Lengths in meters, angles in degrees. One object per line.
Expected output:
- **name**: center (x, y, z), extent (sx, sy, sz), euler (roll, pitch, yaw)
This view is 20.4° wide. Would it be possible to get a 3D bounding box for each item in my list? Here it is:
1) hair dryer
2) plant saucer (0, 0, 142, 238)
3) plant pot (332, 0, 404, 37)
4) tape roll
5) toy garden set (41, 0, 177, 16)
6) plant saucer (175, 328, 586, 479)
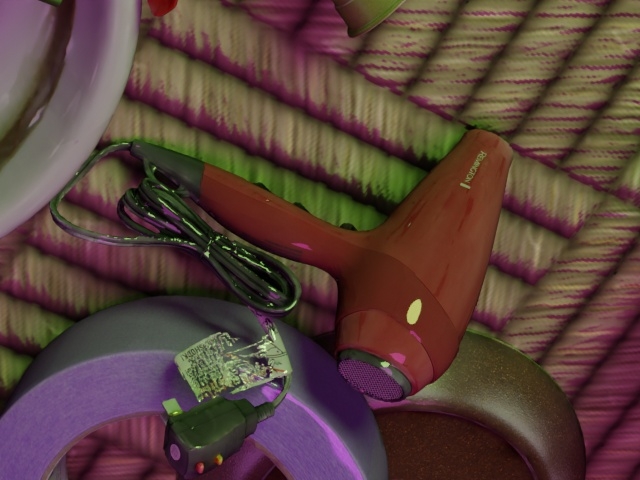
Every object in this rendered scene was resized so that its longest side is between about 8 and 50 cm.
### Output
- **hair dryer**: center (0.000, 0.000, 1.105), extent (0.293, 0.224, 0.080), euler (-19, 165, -20)
- **plant saucer**: center (-0.301, -0.158, 0.987), extent (0.400, 0.100, 0.400), euler (-4, 123, -6)
- **plant pot**: center (0.019, -0.177, 1.050), extent (0.083, 0.083, 0.079), euler (-42, 106, 17)
- **tape roll**: center (-0.093, 0.179, 1.200), extent (0.274, 0.090, 0.275), euler (2, 112, 5)
- **toy garden set**: center (-0.091, -0.215, 0.887), extent (0.203, 0.049, 0.244), euler (20, 119, -19)
- **plant saucer**: center (0.049, 0.200, 1.303), extent (0.310, 0.050, 0.311), euler (-4, 123, -7)
